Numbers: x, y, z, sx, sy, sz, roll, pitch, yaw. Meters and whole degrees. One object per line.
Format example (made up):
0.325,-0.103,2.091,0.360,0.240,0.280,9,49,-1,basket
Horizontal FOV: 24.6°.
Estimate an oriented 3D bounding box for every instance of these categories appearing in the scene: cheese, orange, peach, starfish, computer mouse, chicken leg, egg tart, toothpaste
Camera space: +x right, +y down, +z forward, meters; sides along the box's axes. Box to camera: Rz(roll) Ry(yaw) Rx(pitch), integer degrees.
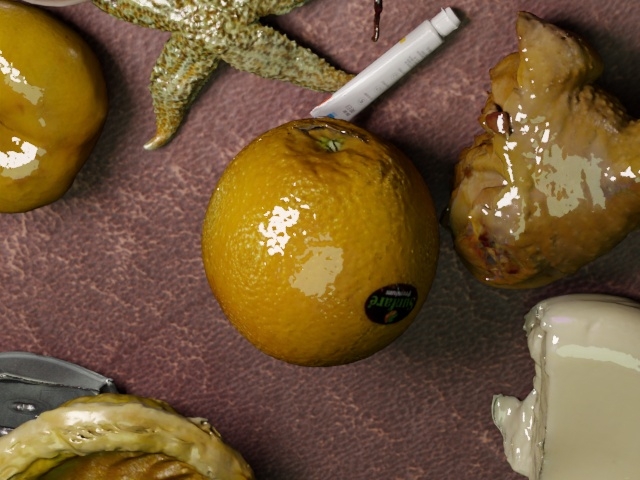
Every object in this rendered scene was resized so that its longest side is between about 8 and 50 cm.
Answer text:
0.321,0.187,1.728,0.233,0.127,0.266,8,116,8,cheese
0.000,0.000,1.591,0.274,0.274,0.274,4,119,6,orange
-0.362,-0.152,1.633,0.251,0.153,0.251,0,117,0,peach
-0.106,-0.260,1.582,0.358,0.078,0.347,-24,110,19,starfish
-0.357,0.191,1.861,0.231,0.071,0.126,8,133,-9,computer mouse
0.291,-0.108,1.521,0.409,0.182,0.295,-11,98,34,chicken leg
-0.258,0.317,1.827,0.388,0.169,0.388,-3,131,-4,egg tart
0.074,-0.186,1.602,0.190,0.031,0.048,-38,136,16,toothpaste

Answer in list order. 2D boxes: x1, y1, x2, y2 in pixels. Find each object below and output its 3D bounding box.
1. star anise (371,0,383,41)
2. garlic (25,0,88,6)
0.083,-0.300,1.525,0.097,0.070,0.191,9,107,-9,star anise
-0.303,-0.381,1.494,0.325,0.132,0.279,19,106,6,garlic
